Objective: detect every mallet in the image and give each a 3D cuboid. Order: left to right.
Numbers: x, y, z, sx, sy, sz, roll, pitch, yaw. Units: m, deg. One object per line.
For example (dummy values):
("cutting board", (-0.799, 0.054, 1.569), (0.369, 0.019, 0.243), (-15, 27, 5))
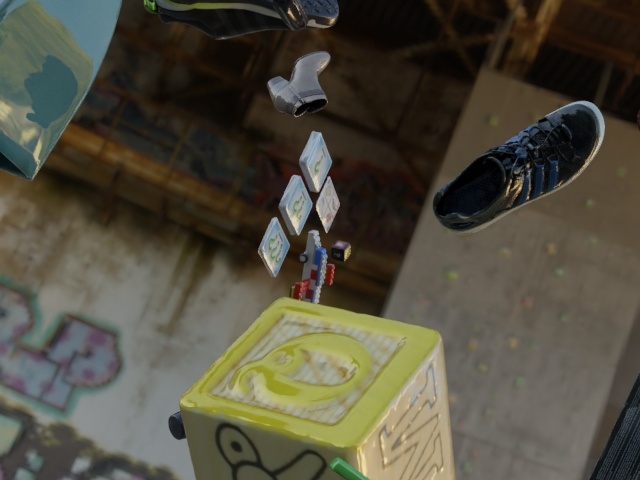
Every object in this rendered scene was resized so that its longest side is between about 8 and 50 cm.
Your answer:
("mallet", (-0.139, 0.289, 1.881), (0.189, 0.062, 0.039), (50, -41, 41))

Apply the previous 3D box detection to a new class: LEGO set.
("LEGO set", (0.000, 0.000, 1.834), (0.060, 0.182, 0.244), (15, -24, 20))

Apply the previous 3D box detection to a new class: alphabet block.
("alphabet block", (0.004, 0.197, 1.347), (0.192, 0.193, 0.197), (11, -54, 27))

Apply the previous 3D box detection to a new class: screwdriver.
("screwdriver", (-0.044, -0.222, 1.200), (0.024, 0.025, 0.170), (24, -7, 24))

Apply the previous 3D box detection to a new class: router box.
("router box", (0.449, 0.270, 1.844), (0.081, 0.308, 0.243), (20, -18, 30))

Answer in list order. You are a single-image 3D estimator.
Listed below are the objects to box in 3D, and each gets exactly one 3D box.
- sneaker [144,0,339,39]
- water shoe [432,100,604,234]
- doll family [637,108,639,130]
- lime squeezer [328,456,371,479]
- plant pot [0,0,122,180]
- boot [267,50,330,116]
("sneaker", (-0.097, -0.291, 1.730), (0.235, 0.084, 0.097), (8, -31, -16))
("water shoe", (0.209, -0.074, 1.471), (0.073, 0.203, 0.080), (55, 9, 14))
("doll family", (0.328, -0.171, 1.249), (0.111, 0.193, 0.076), (1, -1, -17))
("lime squeezer", (0.097, 0.305, 1.153), (0.110, 0.310, 0.059), (-14, 10, 5))
("plant pot", (-0.344, -0.220, 1.575), (0.165, 0.234, 0.165), (20, -22, 45))
("boot", (-0.016, -0.218, 2.006), (0.087, 0.118, 0.042), (46, -18, 40))
